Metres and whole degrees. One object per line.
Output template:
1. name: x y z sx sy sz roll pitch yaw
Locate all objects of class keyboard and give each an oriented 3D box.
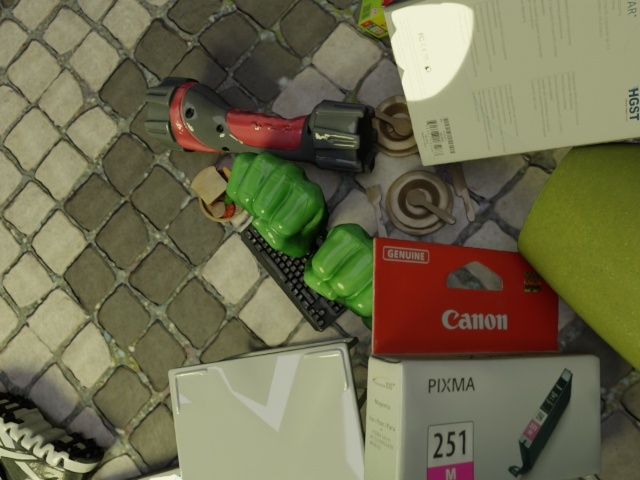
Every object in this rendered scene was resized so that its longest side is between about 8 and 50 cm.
1. keyboard: -0.021 0.024 0.659 0.108 0.023 0.180 -42 77 5

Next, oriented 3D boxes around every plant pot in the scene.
1. plant pot: 0.359 0.026 0.466 0.293 0.275 0.275 33 92 29

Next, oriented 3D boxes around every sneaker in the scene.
1. sneaker: -0.430 0.300 0.695 0.234 0.078 0.106 23 87 13

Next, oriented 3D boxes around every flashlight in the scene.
1. flashlight: -0.082 -0.155 0.636 0.304 0.103 0.103 10 99 22

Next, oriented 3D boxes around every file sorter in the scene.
1. file sorter: -0.027 0.262 0.555 0.193 0.173 0.277 -11 82 11

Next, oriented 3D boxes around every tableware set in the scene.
1. tableware set: 0.114 -0.103 0.632 0.128 0.039 0.194 -14 81 11

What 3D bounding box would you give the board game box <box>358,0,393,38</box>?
1. board game box: 0.108 -0.372 0.638 0.092 0.043 0.181 4 83 53

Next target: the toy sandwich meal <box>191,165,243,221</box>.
1. toy sandwich meal: -0.143 -0.068 0.694 0.085 0.029 0.085 -2 83 13

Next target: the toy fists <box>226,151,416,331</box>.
1. toy fists: 0.000 0.000 0.574 0.096 0.142 0.279 -44 76 -5

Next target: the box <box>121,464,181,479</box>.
1. box: -0.230 0.394 0.658 0.186 0.038 0.145 -19 80 10

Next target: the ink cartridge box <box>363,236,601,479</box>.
1. ink cartridge box: 0.178 0.124 0.502 0.275 0.060 0.239 6 84 -26

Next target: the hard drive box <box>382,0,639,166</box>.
1. hard drive box: 0.204 -0.186 0.492 0.232 0.089 0.181 -2 124 31
